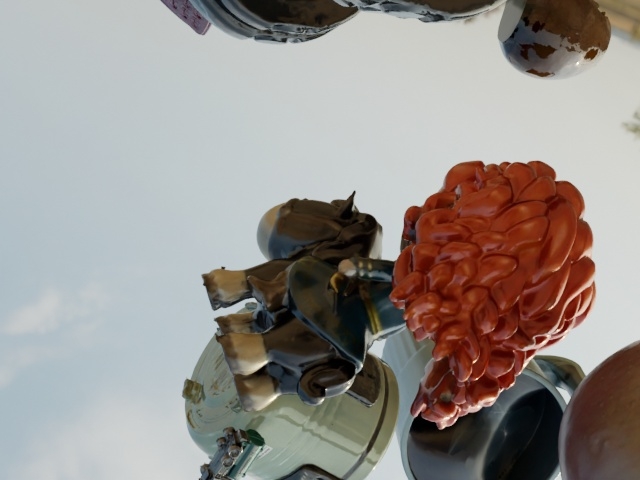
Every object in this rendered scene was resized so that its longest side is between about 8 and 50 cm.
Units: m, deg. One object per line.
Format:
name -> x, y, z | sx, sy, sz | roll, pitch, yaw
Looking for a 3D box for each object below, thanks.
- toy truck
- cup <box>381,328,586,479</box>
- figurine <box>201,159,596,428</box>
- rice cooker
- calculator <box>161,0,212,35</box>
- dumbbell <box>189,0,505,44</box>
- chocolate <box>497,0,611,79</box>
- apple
toy truck -> -0.097, 0.242, 1.166 | 0.044, 0.083, 0.039 | 25, -162, -24
cup -> 0.265, 0.238, 1.737 | 0.311, 0.331, 0.257 | -107, -9, -72
figurine -> 0.077, 0.050, 1.128 | 0.411, 0.241, 0.306 | -3, -153, 20
rice cooker -> -0.027, 0.203, 1.322 | 0.244, 0.226, 0.226 | 38, -173, -30
calculator -> -0.196, -0.339, 1.307 | 0.190, 0.034, 0.126 | 41, 155, -2
dumbbell -> 0.016, -0.231, 0.735 | 0.185, 0.185, 0.388 | 15, 180, -25
chocolate -> 0.287, -0.253, 1.294 | 0.133, 0.127, 0.124 | 18, -174, -8
apple -> 0.356, 0.207, 0.947 | 0.305, 0.235, 0.306 | 32, -154, -18
